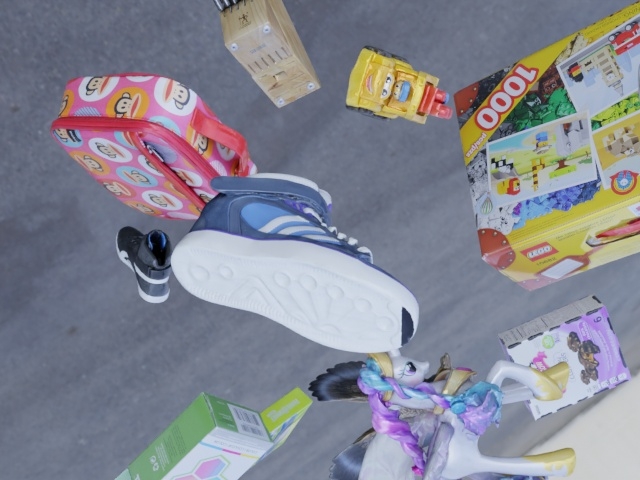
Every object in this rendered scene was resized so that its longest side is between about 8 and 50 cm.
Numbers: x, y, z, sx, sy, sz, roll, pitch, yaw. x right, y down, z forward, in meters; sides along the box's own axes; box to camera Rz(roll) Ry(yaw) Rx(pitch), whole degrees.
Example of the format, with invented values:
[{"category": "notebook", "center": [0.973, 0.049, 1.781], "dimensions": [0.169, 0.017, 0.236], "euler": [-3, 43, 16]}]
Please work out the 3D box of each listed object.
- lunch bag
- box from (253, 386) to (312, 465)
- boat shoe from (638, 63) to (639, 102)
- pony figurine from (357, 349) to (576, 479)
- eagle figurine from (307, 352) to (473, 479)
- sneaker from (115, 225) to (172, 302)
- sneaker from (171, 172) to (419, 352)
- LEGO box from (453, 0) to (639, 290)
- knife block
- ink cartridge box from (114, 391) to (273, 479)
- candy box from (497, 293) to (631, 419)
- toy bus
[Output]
[{"category": "lunch bag", "center": [-0.223, -0.133, 1.390], "dimensions": [0.293, 0.258, 0.120], "euler": [48, 51, -55]}, {"category": "box", "center": [-0.092, 0.316, 1.531], "dimensions": [0.109, 0.042, 0.178], "euler": [-57, 164, 26]}, {"category": "boat shoe", "center": [0.448, -0.125, 1.025], "dimensions": [0.099, 0.319, 0.116], "euler": [-14, 119, -1]}, {"category": "pony figurine", "center": [0.197, 0.316, 1.432], "dimensions": [0.364, 0.303, 0.350], "euler": [10, 93, -13]}, {"category": "eagle figurine", "center": [0.146, 0.325, 1.811], "dimensions": [0.298, 0.225, 0.226], "euler": [-27, -154, 30]}, {"category": "sneaker", "center": [-0.340, 0.010, 1.844], "dimensions": [0.079, 0.217, 0.121], "euler": [-6, 130, -31]}, {"category": "sneaker", "center": [0.000, 0.000, 1.164], "dimensions": [0.236, 0.323, 0.130], "euler": [-53, 149, -48]}, {"category": "LEGO box", "center": [0.517, -0.180, 1.650], "dimensions": [0.500, 0.372, 0.193], "euler": [-25, 145, 31]}, {"category": "knife block", "center": [-0.111, -0.403, 1.644], "dimensions": [0.088, 0.242, 0.275], "euler": [-23, 143, 18]}, {"category": "ink cartridge box", "center": [-0.173, 0.296, 1.209], "dimensions": [0.209, 0.062, 0.109], "euler": [-45, 136, 15]}, {"category": "candy box", "center": [0.452, 0.217, 1.734], "dimensions": [0.196, 0.164, 0.070], "euler": [-24, -163, 3]}, {"category": "toy bus", "center": [0.182, -0.323, 2.046], "dimensions": [0.220, 0.211, 0.149], "euler": [-4, 114, -67]}]
